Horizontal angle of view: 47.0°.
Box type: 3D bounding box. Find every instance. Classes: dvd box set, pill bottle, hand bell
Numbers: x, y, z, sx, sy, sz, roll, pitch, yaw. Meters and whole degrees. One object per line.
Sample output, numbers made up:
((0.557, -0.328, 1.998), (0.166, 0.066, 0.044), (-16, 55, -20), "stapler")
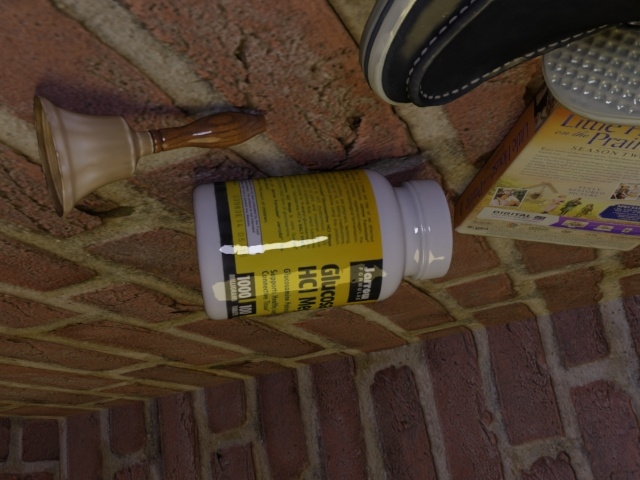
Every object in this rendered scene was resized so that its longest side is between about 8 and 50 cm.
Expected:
((0.394, -0.094, 1.028), (0.308, 0.062, 0.420), (5, 159, -5), "dvd box set")
((0.000, 0.000, 1.013), (0.334, 0.187, 0.188), (-6, 161, -8), "pill bottle")
((-0.172, -0.109, 0.800), (0.242, 0.126, 0.126), (-14, 165, -26), "hand bell")

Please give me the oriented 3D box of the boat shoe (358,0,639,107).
((0.246, -0.210, 0.475), (0.500, 0.156, 0.187), (-27, 164, 24), "boat shoe")

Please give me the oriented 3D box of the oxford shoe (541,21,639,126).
((0.435, -0.210, 0.675), (0.449, 0.169, 0.130), (-17, 179, 19), "oxford shoe")
